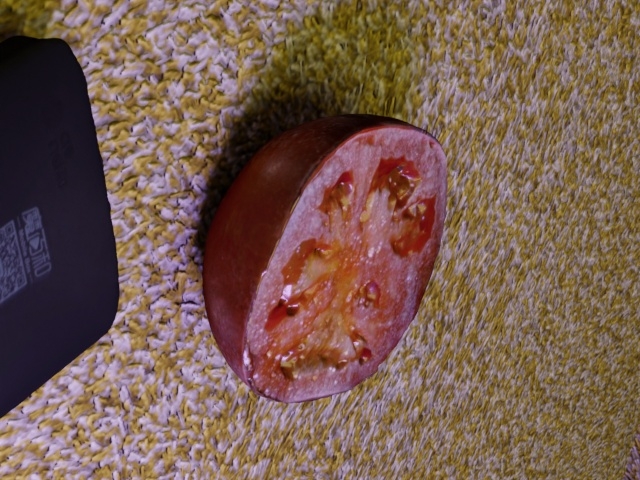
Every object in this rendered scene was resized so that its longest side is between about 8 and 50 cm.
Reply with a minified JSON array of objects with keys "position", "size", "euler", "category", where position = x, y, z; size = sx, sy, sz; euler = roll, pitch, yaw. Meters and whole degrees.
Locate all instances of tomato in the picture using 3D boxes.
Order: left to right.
[{"position":[-0.010,0.001,1.691],"size":[0.338,0.143,0.338],"euler":[-37,140,-39],"category":"tomato"}]

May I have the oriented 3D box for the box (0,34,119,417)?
[{"position":[-0.280,0.014,1.270],"size":[0.289,0.073,0.290],"euler":[-41,136,-42],"category":"box"}]
